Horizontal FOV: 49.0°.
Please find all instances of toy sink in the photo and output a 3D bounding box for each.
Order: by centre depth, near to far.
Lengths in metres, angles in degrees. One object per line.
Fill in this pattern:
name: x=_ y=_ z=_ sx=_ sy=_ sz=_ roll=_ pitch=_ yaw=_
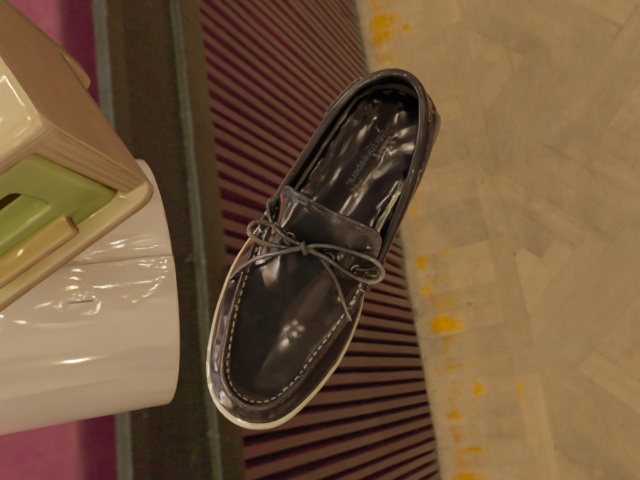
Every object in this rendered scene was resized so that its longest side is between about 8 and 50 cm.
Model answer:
toy sink: x=-0.201 y=-0.041 z=0.405 sx=0.153 sy=0.234 sz=0.131 roll=-35 pitch=86 yaw=-2

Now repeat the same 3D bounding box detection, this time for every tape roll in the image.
tape roll: x=-0.242 y=0.048 z=0.665 sx=0.246 sy=0.169 sz=0.246 roll=174 pitch=90 yaw=-66

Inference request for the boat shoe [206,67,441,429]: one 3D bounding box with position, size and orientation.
boat shoe: x=0.000 y=0.000 z=0.879 sx=0.187 sy=0.156 sz=0.500 roll=28 pitch=84 yaw=8
